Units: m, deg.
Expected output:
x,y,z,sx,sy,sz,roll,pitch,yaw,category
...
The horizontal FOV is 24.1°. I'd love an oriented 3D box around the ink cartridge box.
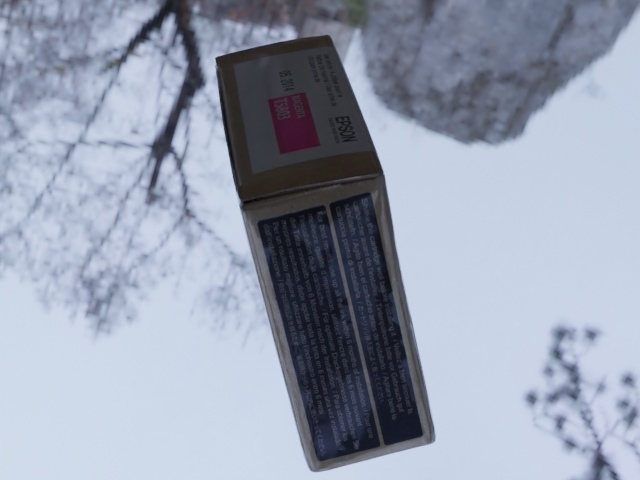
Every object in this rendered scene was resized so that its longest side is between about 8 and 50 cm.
x,y,z,sx,sy,sz,roll,pitch,yaw,category
0.000,0.000,0.959,0.088,0.193,0.234,-13,-151,-1,ink cartridge box
